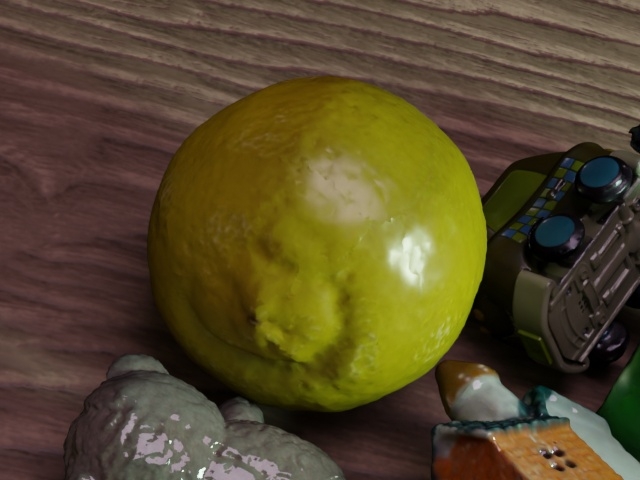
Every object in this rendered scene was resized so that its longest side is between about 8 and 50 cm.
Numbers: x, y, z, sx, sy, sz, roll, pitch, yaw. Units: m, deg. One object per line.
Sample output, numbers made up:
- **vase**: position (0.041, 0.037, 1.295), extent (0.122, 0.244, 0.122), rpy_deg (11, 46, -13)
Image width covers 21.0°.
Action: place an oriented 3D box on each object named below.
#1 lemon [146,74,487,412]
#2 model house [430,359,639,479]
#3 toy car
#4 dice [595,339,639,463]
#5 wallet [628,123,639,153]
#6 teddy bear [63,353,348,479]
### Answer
- **lemon**: position (0.000, 0.000, 1.669), extent (0.348, 0.348, 0.348), rpy_deg (10, 49, -12)
- **model house**: position (0.186, 0.245, 1.619), extent (0.271, 0.190, 0.301), rpy_deg (-1, 40, -44)
- **toy car**: position (0.246, 0.006, 1.854), extent (0.198, 0.204, 0.248), rpy_deg (20, 61, 40)
- **dice**: position (0.453, 0.157, 1.722), extent (0.287, 0.300, 0.297), rpy_deg (33, 49, 11)
- **wallet**: position (0.523, -0.016, 1.916), extent (0.379, 0.046, 0.191), rpy_deg (28, 6, -27)
- **teddy bear**: position (-0.104, 0.226, 1.553), extent (0.267, 0.151, 0.236), rpy_deg (21, 46, -5)
